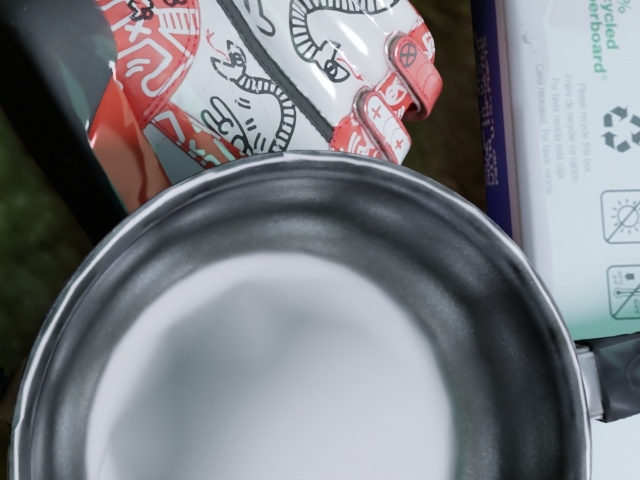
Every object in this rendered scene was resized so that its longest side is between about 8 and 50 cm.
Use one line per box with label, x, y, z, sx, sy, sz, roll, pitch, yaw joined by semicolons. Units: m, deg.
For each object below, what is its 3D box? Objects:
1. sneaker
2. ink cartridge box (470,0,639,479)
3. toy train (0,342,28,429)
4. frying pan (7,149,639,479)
sneaker;0.000;-0.001;0.686;0.145;0.090;0.270;-32;98;-22
ink cartridge box;0.231;0.035;0.709;0.330;0.071;0.324;-2;81;-9
toy train;-0.130;0.038;0.643;0.158;0.036;0.027;29;72;-23
frying pan;0.045;0.034;0.619;0.326;0.053;0.197;-36;101;-19
